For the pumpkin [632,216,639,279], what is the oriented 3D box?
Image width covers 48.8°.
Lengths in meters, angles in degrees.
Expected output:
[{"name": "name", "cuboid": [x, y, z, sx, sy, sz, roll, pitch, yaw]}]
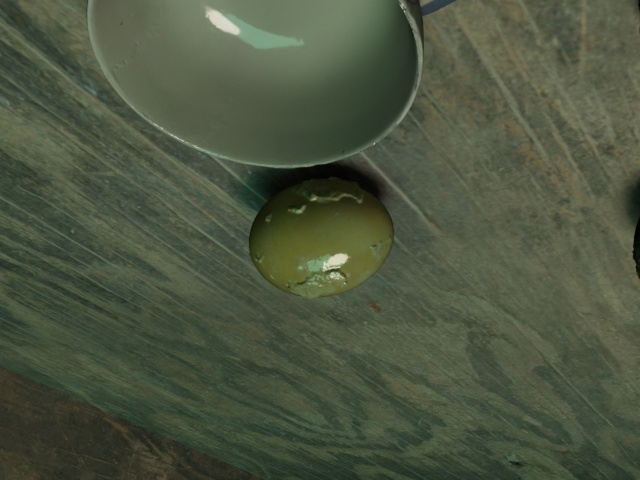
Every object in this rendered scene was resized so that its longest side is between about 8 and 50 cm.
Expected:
[{"name": "pumpkin", "cuboid": [0.470, 0.004, 0.844, 0.190, 0.146, 0.190, 8, 149, 5]}]

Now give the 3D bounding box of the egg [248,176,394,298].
[{"name": "egg", "cuboid": [0.001, -0.003, 0.947, 0.201, 0.164, 0.164, -10, 144, 25]}]

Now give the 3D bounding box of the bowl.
[{"name": "bowl", "cuboid": [-0.047, -0.207, 0.635, 0.286, 0.144, 0.287, 7, 149, 4]}]

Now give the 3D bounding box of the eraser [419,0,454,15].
[{"name": "eraser", "cuboid": [0.162, -0.260, 0.552, 0.225, 0.082, 0.036, -19, 141, 37]}]

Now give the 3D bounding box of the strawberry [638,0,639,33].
[{"name": "strawberry", "cuboid": [0.390, -0.188, 0.584, 0.236, 0.111, 0.190, 18, 145, -17]}]
